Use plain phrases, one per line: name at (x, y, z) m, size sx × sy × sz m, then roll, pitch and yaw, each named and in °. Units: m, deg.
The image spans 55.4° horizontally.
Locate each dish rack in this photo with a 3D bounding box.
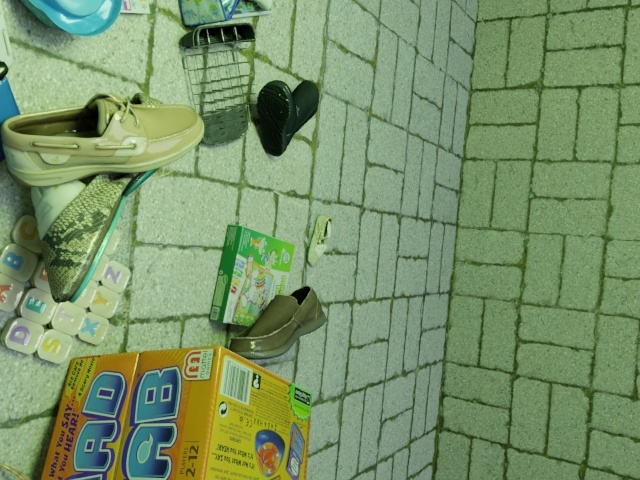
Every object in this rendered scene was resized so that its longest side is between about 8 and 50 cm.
dish rack at (-0.226, -0.365, 1.439) m, size 0.208 × 0.074 × 0.271 m, roll -32°, pitch 122°, yaw -51°

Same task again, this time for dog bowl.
dog bowl at (-0.466, -0.474, 1.009) m, size 0.297 × 0.074 × 0.166 m, roll 50°, pitch 59°, yaw -42°

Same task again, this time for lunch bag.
lunch bag at (-0.243, -0.548, 1.329) m, size 0.096 × 0.129 × 0.151 m, roll 0°, pitch 94°, yaw -58°

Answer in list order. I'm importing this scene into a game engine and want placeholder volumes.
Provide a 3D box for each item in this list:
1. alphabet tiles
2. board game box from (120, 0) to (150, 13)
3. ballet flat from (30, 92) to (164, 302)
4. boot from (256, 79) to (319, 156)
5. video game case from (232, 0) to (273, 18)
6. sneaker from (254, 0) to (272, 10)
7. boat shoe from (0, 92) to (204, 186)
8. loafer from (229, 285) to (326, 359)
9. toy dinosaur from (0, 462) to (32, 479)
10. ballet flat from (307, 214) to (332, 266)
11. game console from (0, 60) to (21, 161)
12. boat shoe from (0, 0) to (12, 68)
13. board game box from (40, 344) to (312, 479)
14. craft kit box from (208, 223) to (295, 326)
alphabet tiles at (-0.481, 0.082, 1.148) m, size 0.278 × 0.021 × 0.284 m, roll 44°, pitch 59°, yaw -52°
board game box at (-0.403, -0.494, 1.177) m, size 0.154 × 0.026 × 0.103 m, roll -28°, pitch 118°, yaw -54°
ballet flat at (-0.410, -0.109, 1.115) m, size 0.182 × 0.164 × 0.482 m, roll 39°, pitch 46°, yaw -20°
boot at (-0.079, -0.368, 1.610) m, size 0.207 × 0.094 × 0.246 m, roll -59°, pitch 165°, yaw -33°
video game case at (-0.194, -0.646, 1.495) m, size 0.201 × 0.023 × 0.183 m, roll -35°, pitch 124°, yaw -52°
sneaker at (-0.174, -0.605, 1.468) m, size 0.152 × 0.054 × 0.061 m, roll 40°, pitch 70°, yaw -47°
boat shoe at (-0.353, -0.185, 1.034) m, size 0.341 × 0.121 × 0.110 m, roll -22°, pitch 148°, yaw -31°
loafer at (-0.119, 0.206, 1.574) m, size 0.366 × 0.134 × 0.130 m, roll -24°, pitch 105°, yaw -60°
toy dinosaur at (-0.518, 0.494, 1.113) m, size 0.112 × 0.064 × 0.211 m, roll -6°, pitch 100°, yaw -57°
ballet flat at (0.000, 0.000, 1.879) m, size 0.057 × 0.052 × 0.168 m, roll 25°, pitch 74°, yaw -57°
game console at (-0.597, -0.167, 0.858) m, size 0.250 × 0.173 × 0.293 m, roll 47°, pitch 58°, yaw -22°
boat shoe at (-0.539, -0.371, 0.944) m, size 0.076 × 0.083 × 0.226 m, roll -51°, pitch 148°, yaw -59°
board game box at (-0.262, 0.434, 1.167) m, size 0.356 × 0.356 × 0.356 m, roll 45°, pitch 43°, yaw -52°
craft kit box at (-0.175, 0.105, 1.616) m, size 0.247 × 0.061 × 0.249 m, roll 22°, pitch 76°, yaw -60°
